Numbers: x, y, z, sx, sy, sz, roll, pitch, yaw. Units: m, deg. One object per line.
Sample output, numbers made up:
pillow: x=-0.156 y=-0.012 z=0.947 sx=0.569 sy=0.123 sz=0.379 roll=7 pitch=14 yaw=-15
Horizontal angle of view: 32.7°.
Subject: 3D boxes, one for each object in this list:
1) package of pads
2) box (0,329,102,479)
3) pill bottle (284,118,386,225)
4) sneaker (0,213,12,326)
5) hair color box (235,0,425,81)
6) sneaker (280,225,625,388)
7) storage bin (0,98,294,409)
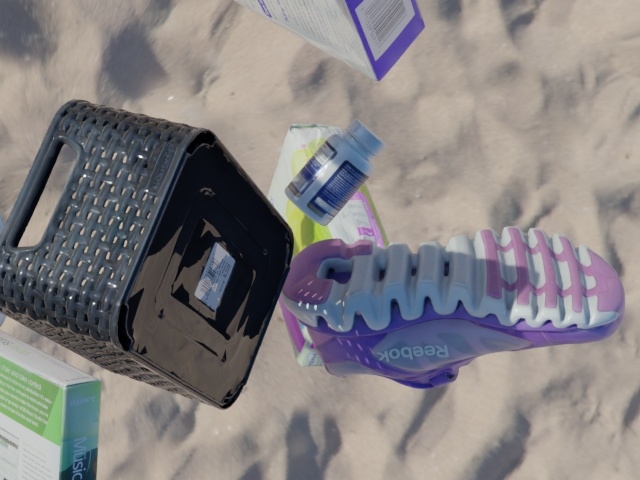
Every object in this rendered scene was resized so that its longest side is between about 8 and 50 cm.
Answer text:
package of pads: x=0.000 y=0.000 z=1.591 sx=0.101 sy=0.296 sz=0.229 roll=-1 pitch=137 yaw=-21
box: x=-0.357 y=0.288 z=1.313 sx=0.058 sy=0.232 sz=0.322 roll=-9 pitch=108 yaw=-45
pill bottle: x=0.020 y=-0.081 z=1.268 sx=0.067 sy=0.067 sz=0.120 roll=39 pitch=99 yaw=-13
sneaker: x=-0.401 y=-0.016 z=0.981 sx=0.208 sy=0.127 sz=0.319 roll=-37 pitch=131 yaw=-47
hair color box: x=-0.042 y=-0.353 z=1.362 sx=0.339 sy=0.185 sz=0.110 roll=33 pitch=77 yaw=27
sneaker: x=0.093 y=0.056 z=0.774 sx=0.236 sy=0.095 sz=0.104 roll=-1 pitch=124 yaw=13
storage bin: x=-0.092 y=0.013 z=0.621 sx=0.084 sy=0.180 sz=0.122 roll=15 pitch=75 yaw=20
